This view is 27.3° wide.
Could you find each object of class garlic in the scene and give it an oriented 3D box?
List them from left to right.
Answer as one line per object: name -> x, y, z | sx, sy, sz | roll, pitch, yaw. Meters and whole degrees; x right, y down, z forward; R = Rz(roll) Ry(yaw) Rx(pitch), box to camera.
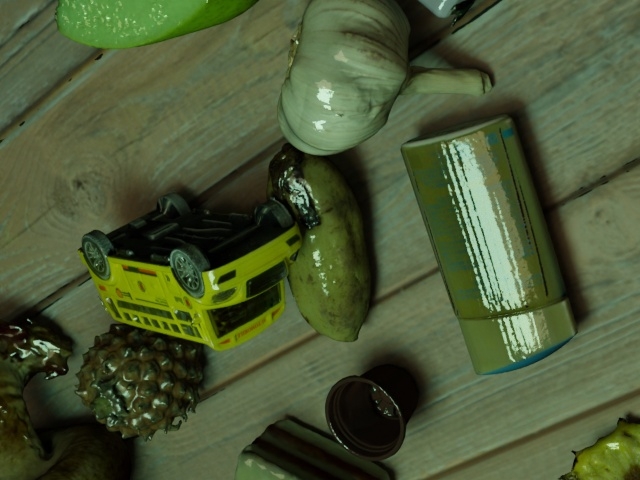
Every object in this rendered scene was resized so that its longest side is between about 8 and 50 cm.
garlic -> 0.072, -0.175, 1.427 | 0.226, 0.199, 0.199 | 11, 118, -8

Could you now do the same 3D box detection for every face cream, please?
face cream -> 0.191, 0.011, 1.461 | 0.139, 0.067, 0.285 | -12, 101, 35

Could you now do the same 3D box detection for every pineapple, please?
pineapple -> -0.240, 0.185, 1.712 | 0.166, 0.193, 0.166 | 10, 114, 23
pineapple -> 0.357, 0.290, 1.415 | 0.225, 0.224, 0.076 | -9, 138, 33

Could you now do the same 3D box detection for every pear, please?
pear -> -0.166, -0.352, 1.485 | 0.292, 0.159, 0.292 | 13, 118, 26

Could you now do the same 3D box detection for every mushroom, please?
mushroom -> -0.421, 0.326, 1.816 | 0.331, 0.334, 0.356 | 10, 123, 27

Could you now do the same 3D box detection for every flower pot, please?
flower pot -> 0.073, 0.198, 1.592 | 0.111, 0.089, 0.111 | 12, 115, 28

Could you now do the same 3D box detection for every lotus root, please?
lotus root -> 0.000, 0.000, 1.559 | 0.110, 0.097, 0.258 | 10, 122, 40

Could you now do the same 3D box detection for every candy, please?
candy -> -0.028, 0.409, 1.707 | 0.180, 0.135, 0.320 | 20, 116, 21

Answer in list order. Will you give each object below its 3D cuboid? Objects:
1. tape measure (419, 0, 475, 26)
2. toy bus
tape measure -> 0.120, -0.349, 1.350 | 0.196, 0.105, 0.178 | 49, 132, 8
toy bus -> -0.151, 0.039, 1.577 | 0.330, 0.144, 0.152 | 7, 120, 53
